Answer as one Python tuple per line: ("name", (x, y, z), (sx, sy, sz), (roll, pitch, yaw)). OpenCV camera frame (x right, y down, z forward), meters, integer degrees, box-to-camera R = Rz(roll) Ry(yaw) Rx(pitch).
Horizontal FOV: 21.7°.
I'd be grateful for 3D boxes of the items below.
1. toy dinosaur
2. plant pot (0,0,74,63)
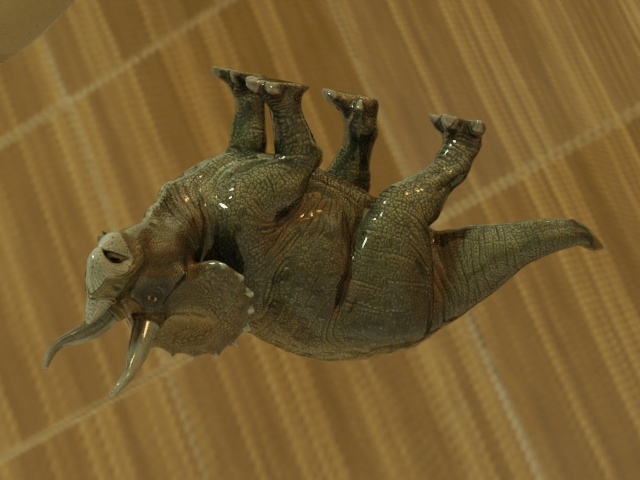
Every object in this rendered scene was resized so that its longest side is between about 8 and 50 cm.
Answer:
("toy dinosaur", (0.000, 0.000, 0.883), (0.121, 0.313, 0.160), (21, 100, 56))
("plant pot", (-0.238, -0.258, 0.923), (0.284, 0.191, 0.284), (-22, 58, 41))
